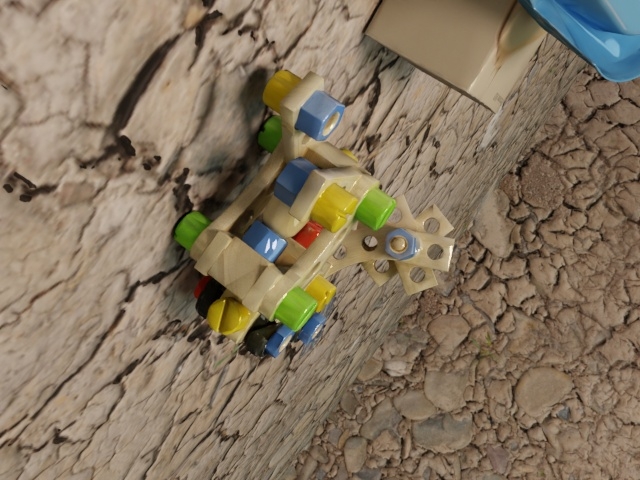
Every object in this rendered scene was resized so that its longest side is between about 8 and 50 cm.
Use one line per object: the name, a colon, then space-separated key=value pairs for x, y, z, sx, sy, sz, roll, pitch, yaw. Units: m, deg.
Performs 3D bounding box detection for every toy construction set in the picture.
toy construction set: x=0.000 y=0.000 z=0.575 sx=0.215 sy=0.151 sz=0.328 roll=-57 pitch=153 yaw=6

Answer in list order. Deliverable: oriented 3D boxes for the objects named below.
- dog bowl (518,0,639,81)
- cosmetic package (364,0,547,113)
dog bowl: x=0.186 y=-0.223 z=0.426 sx=0.297 sy=0.074 sz=0.165 roll=16 pitch=112 yaw=-48
cosmetic package: x=0.182 y=-0.278 z=0.559 sx=0.309 sy=0.113 sz=0.160 roll=-60 pitch=162 yaw=17
